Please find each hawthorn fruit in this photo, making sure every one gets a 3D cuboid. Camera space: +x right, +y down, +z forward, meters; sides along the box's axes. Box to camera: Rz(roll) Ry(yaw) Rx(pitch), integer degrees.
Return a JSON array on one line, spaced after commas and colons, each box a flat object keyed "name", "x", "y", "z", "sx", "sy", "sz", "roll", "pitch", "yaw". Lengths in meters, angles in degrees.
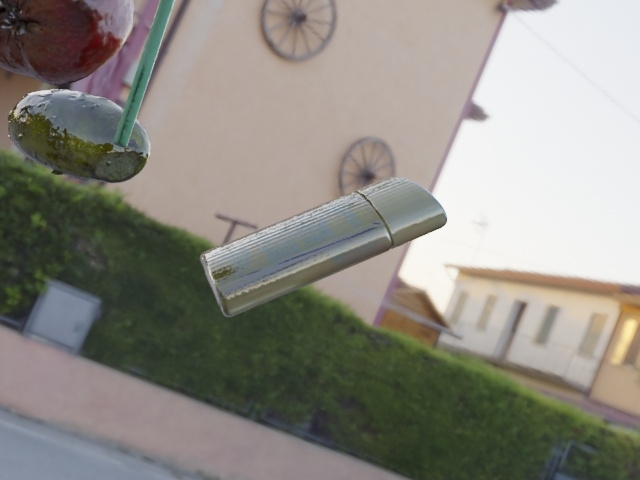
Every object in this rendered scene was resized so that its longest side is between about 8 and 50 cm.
[{"name": "hawthorn fruit", "x": -0.300, "y": -0.280, "z": 1.003, "sx": 0.179, "sy": 0.179, "sz": 0.200, "roll": 22, "pitch": 38, "yaw": 9}]

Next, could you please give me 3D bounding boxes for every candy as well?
[{"name": "candy", "x": -0.094, "y": -0.210, "z": 0.636, "sx": 0.091, "sy": 0.306, "sz": 0.083, "roll": 19, "pitch": 11, "yaw": -6}]

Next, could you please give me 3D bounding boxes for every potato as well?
[{"name": "potato", "x": -0.372, "y": -0.165, "z": 1.337, "sx": 0.251, "sy": 0.149, "sz": 0.113, "roll": 18, "pitch": -43, "yaw": 23}]

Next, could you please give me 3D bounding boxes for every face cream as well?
[{"name": "face cream", "x": 0.000, "y": 0.000, "z": 1.039, "sx": 0.139, "sy": 0.285, "sz": 0.067, "roll": -129, "pitch": -162, "yaw": -63}]
